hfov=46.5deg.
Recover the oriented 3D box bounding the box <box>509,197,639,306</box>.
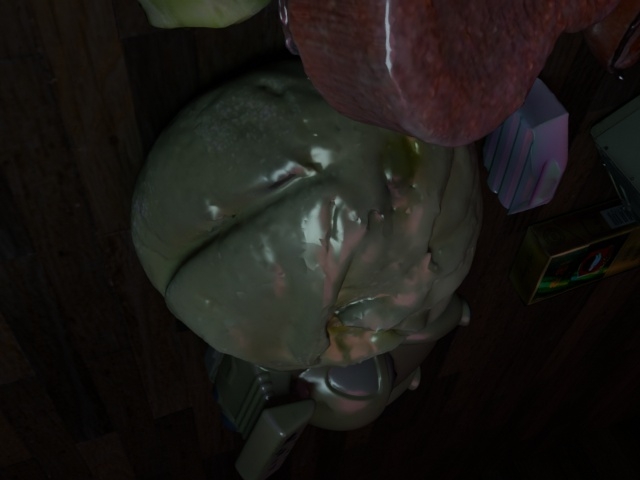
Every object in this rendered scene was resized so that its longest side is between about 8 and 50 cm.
[{"bbox_3d":[0.439,0.010,1.210,0.240,0.071,0.159,-18,150,-11],"label":"box"}]

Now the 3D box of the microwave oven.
[{"bbox_3d":[0.487,-0.075,1.008,0.145,0.194,0.240,-33,149,16],"label":"microwave oven"}]

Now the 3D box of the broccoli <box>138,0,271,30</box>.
[{"bbox_3d":[-0.093,-0.238,0.387,0.252,0.221,0.361,-32,159,23],"label":"broccoli"}]

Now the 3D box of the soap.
[{"bbox_3d":[0.242,-0.104,0.880,0.056,0.100,0.149,-18,147,-11],"label":"soap"}]

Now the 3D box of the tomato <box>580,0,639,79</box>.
[{"bbox_3d":[0.307,-0.271,0.672,0.199,0.112,0.228,-27,155,-42],"label":"tomato"}]

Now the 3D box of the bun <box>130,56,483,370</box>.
[{"bbox_3d":[0.000,0.000,0.737,0.365,0.219,0.365,-12,140,-10],"label":"bun"}]

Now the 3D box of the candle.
[{"bbox_3d":[0.115,-0.235,0.495,0.317,0.131,0.287,-43,130,-21],"label":"candle"}]

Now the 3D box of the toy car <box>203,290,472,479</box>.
[{"bbox_3d":[0.033,0.166,1.015,0.336,0.226,0.242,-5,143,-26],"label":"toy car"}]
